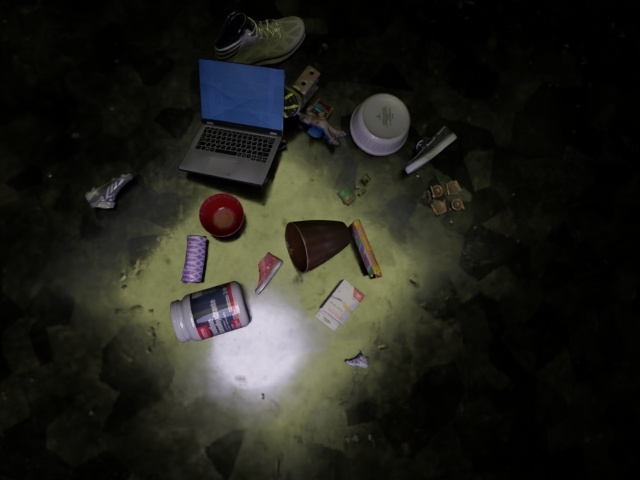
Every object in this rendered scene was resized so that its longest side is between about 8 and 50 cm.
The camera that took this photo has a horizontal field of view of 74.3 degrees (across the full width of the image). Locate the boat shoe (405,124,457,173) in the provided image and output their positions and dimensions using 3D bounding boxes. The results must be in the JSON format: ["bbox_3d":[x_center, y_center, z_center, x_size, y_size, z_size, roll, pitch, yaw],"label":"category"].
[{"bbox_3d":[0.479,-0.415,1.899,0.301,0.108,0.102,-39,88,-12],"label":"boat shoe"}]

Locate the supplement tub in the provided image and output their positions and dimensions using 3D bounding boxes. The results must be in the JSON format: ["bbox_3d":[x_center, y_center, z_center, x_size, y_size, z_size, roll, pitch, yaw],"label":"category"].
[{"bbox_3d":[-0.430,0.282,1.665,0.272,0.191,0.191,-16,84,-8],"label":"supplement tub"}]

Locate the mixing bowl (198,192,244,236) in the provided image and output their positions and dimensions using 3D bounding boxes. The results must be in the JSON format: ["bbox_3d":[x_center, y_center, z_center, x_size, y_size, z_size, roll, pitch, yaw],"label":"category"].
[{"bbox_3d":[-0.407,-0.098,1.766,0.181,0.098,0.182,1,81,-6],"label":"mixing bowl"}]

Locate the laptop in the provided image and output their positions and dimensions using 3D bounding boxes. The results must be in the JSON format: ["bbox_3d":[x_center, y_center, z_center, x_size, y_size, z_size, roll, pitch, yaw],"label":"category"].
[{"bbox_3d":[-0.363,-0.476,1.698,0.381,0.236,0.408,12,65,12],"label":"laptop"}]

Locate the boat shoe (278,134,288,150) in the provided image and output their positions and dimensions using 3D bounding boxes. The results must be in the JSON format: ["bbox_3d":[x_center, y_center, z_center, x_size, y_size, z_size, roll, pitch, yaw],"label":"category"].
[{"bbox_3d":[-0.248,-0.393,1.826,0.227,0.081,0.069,-33,68,-11],"label":"boat shoe"}]

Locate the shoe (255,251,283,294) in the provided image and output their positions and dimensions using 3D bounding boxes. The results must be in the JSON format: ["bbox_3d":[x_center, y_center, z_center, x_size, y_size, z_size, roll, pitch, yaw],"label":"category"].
[{"bbox_3d":[-0.238,0.136,1.773,0.081,0.063,0.178,35,75,1],"label":"shoe"}]

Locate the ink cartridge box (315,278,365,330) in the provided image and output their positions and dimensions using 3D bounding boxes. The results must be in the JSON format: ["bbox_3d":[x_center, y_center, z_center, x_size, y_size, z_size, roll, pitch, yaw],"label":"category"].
[{"bbox_3d":[0.081,0.275,1.782,0.115,0.067,0.198,38,81,0],"label":"ink cartridge box"}]

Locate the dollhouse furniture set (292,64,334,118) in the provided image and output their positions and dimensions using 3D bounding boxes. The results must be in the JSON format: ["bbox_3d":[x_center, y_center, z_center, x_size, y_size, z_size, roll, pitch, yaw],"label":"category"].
[{"bbox_3d":[-0.016,-0.644,1.865,0.183,0.129,0.129,35,80,1],"label":"dollhouse furniture set"}]

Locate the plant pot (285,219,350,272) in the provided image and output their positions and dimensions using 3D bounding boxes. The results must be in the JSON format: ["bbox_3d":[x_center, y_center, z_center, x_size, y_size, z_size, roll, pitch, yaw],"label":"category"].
[{"bbox_3d":[0.000,0.000,1.759,0.230,0.215,0.216,-16,84,-24],"label":"plant pot"}]

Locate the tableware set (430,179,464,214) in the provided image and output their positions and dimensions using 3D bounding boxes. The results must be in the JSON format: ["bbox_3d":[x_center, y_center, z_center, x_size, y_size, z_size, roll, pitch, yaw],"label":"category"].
[{"bbox_3d":[0.575,-0.196,1.922,0.168,0.020,0.141,-12,84,-8],"label":"tableware set"}]

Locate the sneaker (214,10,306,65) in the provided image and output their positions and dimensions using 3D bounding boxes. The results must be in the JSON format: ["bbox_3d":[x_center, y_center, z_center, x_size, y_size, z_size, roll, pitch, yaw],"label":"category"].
[{"bbox_3d":[-0.249,-0.877,1.808,0.447,0.257,0.169,-31,86,-9],"label":"sneaker"}]

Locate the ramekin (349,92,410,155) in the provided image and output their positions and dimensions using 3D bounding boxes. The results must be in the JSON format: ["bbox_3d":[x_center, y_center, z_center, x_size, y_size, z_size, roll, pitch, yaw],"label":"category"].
[{"bbox_3d":[0.273,-0.525,1.881,0.272,0.127,0.273,1,82,-5],"label":"ramekin"}]

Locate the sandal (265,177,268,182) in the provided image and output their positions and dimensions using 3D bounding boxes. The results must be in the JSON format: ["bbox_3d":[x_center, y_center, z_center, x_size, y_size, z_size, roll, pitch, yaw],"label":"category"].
[{"bbox_3d":[-0.315,-0.296,1.827,0.180,0.049,0.072,30,80,-1],"label":"sandal"}]

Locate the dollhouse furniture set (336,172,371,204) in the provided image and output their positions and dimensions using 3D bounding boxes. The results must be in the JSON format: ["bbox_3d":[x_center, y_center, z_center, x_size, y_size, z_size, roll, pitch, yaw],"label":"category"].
[{"bbox_3d":[0.153,-0.228,1.863,0.151,0.058,0.076,-38,87,-10],"label":"dollhouse furniture set"}]

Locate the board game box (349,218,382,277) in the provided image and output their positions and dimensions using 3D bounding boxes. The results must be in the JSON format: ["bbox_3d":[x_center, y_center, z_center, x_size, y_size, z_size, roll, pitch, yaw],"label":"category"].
[{"bbox_3d":[0.192,0.042,1.797,0.039,0.124,0.260,-24,85,-7],"label":"board game box"}]

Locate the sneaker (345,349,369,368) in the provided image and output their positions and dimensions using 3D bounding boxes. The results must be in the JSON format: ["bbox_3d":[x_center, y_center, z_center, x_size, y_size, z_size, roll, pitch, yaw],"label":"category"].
[{"bbox_3d":[0.157,0.496,1.778,0.098,0.038,0.069,14,79,-13],"label":"sneaker"}]

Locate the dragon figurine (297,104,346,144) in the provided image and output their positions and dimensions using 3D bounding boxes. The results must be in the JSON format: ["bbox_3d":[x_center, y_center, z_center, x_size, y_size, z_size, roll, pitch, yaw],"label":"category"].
[{"bbox_3d":[-0.020,-0.512,1.865,0.289,0.144,0.085,30,79,31],"label":"dragon figurine"}]

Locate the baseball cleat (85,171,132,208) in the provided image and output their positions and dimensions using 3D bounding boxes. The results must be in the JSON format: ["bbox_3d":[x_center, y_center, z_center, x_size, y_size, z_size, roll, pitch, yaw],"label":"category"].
[{"bbox_3d":[-0.861,-0.199,1.757,0.205,0.072,0.110,-27,100,-4],"label":"baseball cleat"}]

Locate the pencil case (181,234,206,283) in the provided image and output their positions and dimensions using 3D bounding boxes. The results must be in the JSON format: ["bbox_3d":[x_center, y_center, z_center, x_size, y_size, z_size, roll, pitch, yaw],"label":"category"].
[{"bbox_3d":[-0.524,0.074,1.740,0.088,0.086,0.206,-1,78,28],"label":"pencil case"}]

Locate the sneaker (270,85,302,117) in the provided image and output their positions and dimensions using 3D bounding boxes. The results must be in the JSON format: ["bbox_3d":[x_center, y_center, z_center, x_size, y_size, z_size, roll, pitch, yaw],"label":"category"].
[{"bbox_3d":[-0.251,-0.632,1.809,0.384,0.147,0.145,30,115,7],"label":"sneaker"}]
